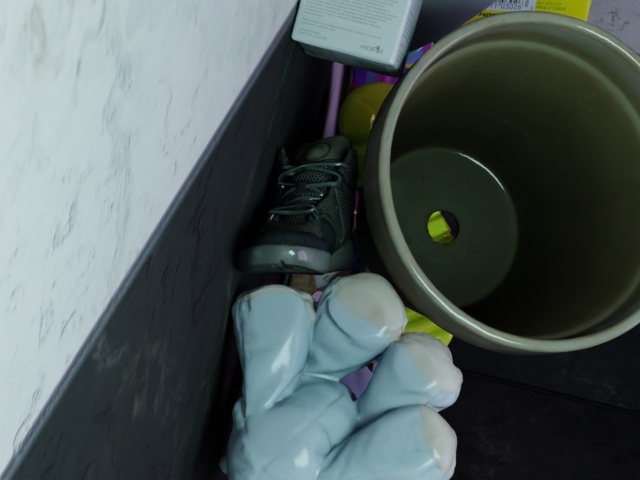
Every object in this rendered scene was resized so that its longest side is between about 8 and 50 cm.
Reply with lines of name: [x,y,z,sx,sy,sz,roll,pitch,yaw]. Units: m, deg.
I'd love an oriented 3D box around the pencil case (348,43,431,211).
pencil case: [0.074,-0.156,1.943,0.104,0.104,0.236,-64,163,-61]

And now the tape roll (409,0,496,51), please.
tape roll: [0.139,-0.293,1.776,0.219,0.072,0.219,-34,-162,13]

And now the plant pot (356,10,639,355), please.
plant pot: [0.168,-0.037,1.653,0.280,0.323,0.323,152,-46,-71]

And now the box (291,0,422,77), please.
box: [0.036,-0.209,1.543,0.101,0.102,0.087,13,93,-82]

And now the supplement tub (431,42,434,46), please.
supplement tub: [0.254,-0.381,2.341,0.331,0.241,0.241,-65,166,-58]

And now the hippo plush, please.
hippo plush: [0.014,0.192,1.575,0.236,0.234,0.294,78,25,-71]

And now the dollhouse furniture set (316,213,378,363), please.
dollhouse furniture set: [0.046,0.042,1.973,0.151,0.123,0.144,-59,161,-67]

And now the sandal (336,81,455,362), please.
sandal: [0.074,-0.010,1.849,0.138,0.126,0.317,160,-77,-69]

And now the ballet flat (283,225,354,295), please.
ballet flat: [0.000,0.000,1.772,0.073,0.067,0.206,-69,170,-45]

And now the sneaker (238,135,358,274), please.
sneaker: [-0.020,-0.031,1.532,0.227,0.087,0.130,-15,105,-73]

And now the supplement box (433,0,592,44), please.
supplement box: [0.223,-0.424,1.962,0.194,0.195,0.356,-120,-146,-57]
